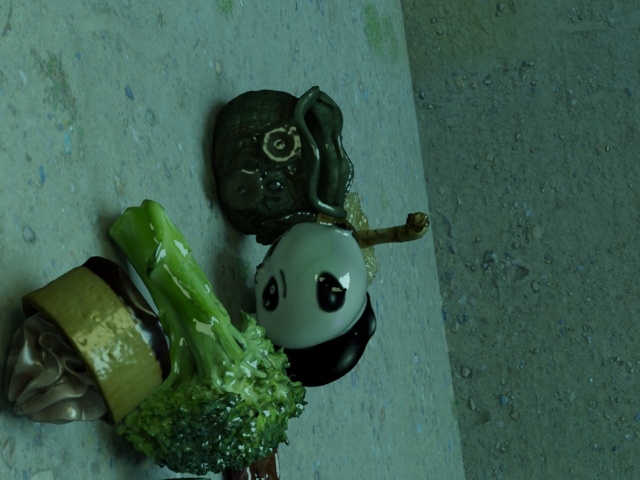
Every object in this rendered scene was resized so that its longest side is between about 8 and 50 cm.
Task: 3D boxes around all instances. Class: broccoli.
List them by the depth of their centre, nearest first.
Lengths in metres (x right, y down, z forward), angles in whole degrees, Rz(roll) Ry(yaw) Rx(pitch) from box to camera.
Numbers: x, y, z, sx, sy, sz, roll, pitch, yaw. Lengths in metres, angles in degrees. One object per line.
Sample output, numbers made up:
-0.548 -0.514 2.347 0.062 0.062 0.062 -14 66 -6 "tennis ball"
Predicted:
-0.189 0.161 1.573 0.353 0.275 0.397 51 -14 57 "broccoli"

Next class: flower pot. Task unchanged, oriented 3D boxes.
-0.072 -0.144 2.056 0.302 0.213 0.302 -9 90 -73 "flower pot"

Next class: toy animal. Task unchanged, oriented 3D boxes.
-0.011 0.107 1.993 0.310 0.251 0.251 98 -3 -55 "toy animal"

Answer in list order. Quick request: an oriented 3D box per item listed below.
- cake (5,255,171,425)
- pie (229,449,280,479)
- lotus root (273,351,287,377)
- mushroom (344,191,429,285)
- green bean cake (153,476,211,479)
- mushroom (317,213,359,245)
-0.305 0.138 1.320 0.178 0.185 0.208 -29 137 -32 "cake"
-0.118 0.411 1.932 0.182 0.049 0.182 -4 90 -75 "pie"
-0.115 0.246 1.926 0.088 0.113 0.192 49 -6 43 "lotus root"
0.131 0.018 2.521 0.233 0.301 0.208 34 83 -50 "mushroom"
-0.174 0.465 1.578 0.227 0.125 0.223 38 48 -49 "green bean cake"
0.000 0.000 2.311 0.286 0.151 0.156 56 29 -53 "mushroom"
